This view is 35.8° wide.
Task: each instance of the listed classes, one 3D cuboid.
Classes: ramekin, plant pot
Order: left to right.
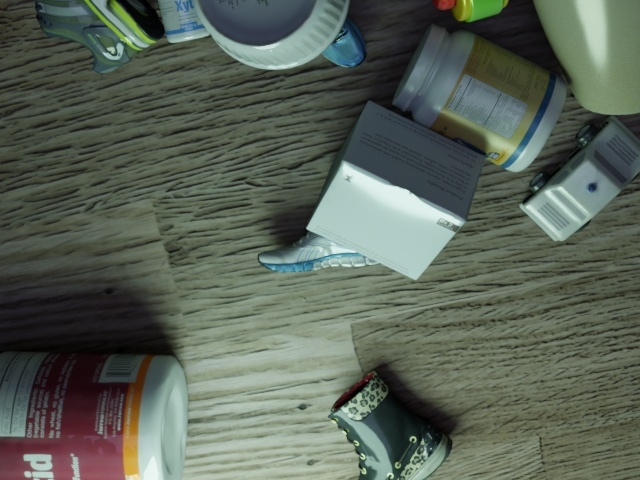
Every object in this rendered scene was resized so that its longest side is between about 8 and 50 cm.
[{"bbox_3d":[-0.068,-0.325,1.271,0.207,0.109,0.207,1,97,10],"label":"ramekin"},{"bbox_3d":[0.380,-0.309,1.260,0.257,0.256,0.274,-9,121,6],"label":"plant pot"}]

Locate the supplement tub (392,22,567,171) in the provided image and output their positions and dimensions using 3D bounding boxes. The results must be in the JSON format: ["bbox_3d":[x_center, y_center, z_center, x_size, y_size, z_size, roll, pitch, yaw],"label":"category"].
[{"bbox_3d":[0.213,-0.195,1.339,0.200,0.144,0.144,25,107,-4],"label":"supplement tub"}]

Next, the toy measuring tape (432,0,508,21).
[{"bbox_3d":[0.196,-0.343,1.203,0.121,0.330,0.121,0,85,-2],"label":"toy measuring tape"}]

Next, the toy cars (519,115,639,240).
[{"bbox_3d":[0.478,-0.090,1.383,0.394,0.087,0.176,-6,106,6],"label":"toy cars"}]

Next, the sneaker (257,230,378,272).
[{"bbox_3d":[0.000,0.000,1.459,0.191,0.071,0.082,-8,100,-3],"label":"sneaker"}]

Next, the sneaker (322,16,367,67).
[{"bbox_3d":[0.001,-0.301,1.357,0.063,0.073,0.162,-39,100,13],"label":"sneaker"}]

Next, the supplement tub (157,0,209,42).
[{"bbox_3d":[-0.188,-0.331,1.362,0.071,0.071,0.107,-11,107,7],"label":"supplement tub"}]

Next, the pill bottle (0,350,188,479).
[{"bbox_3d":[-0.410,0.279,1.483,0.392,0.224,0.224,0,107,4],"label":"pill bottle"}]

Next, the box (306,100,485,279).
[{"bbox_3d":[0.100,-0.065,1.357,0.181,0.119,0.182,26,147,-4],"label":"box"}]

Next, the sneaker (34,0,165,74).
[{"bbox_3d":[-0.360,-0.349,1.352,0.300,0.111,0.121,45,109,-8],"label":"sneaker"}]

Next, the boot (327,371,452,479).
[{"bbox_3d":[0.064,0.333,1.543,0.236,0.085,0.178,-43,98,8],"label":"boot"}]
